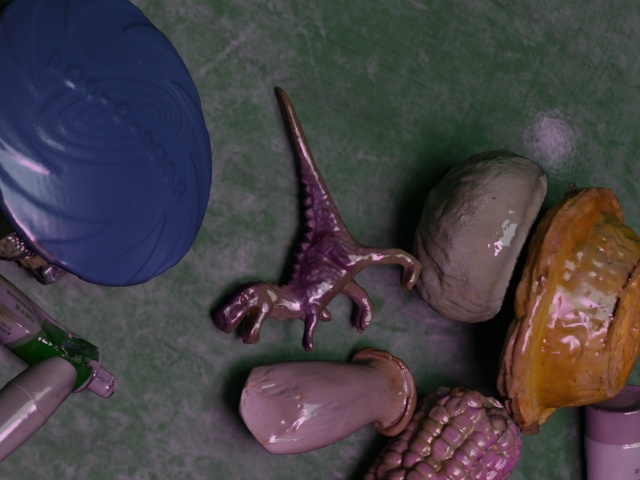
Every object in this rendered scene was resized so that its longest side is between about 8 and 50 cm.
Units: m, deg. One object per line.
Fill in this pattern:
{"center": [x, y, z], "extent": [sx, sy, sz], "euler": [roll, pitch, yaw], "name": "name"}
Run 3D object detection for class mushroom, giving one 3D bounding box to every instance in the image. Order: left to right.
{"center": [0.004, 0.161, 1.828], "extent": [0.213, 0.097, 0.088], "euler": [-12, 128, -40], "name": "mushroom"}

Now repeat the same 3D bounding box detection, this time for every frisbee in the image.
{"center": [-0.191, -0.101, 1.645], "extent": [0.289, 0.049, 0.289], "euler": [20, 63, -45], "name": "frisbee"}

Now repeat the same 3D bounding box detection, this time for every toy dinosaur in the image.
{"center": [0.002, 0.001, 1.836], "extent": [0.200, 0.072, 0.251], "euler": [25, 86, -24], "name": "toy dinosaur"}

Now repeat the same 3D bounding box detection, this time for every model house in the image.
{"center": [-0.258, 0.008, 1.628], "extent": [0.066, 0.079, 0.083], "euler": [-49, 119, -24], "name": "model house"}

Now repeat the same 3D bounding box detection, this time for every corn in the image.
{"center": [0.081, 0.292, 1.867], "extent": [0.335, 0.127, 0.126], "euler": [-50, 118, -22], "name": "corn"}

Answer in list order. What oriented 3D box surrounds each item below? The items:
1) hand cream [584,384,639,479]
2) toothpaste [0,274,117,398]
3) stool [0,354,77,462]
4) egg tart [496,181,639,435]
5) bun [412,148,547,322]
{"center": [0.351, 0.295, 2.109], "extent": [0.133, 0.083, 0.247], "euler": [-22, 113, -33], "name": "hand cream"}
{"center": [-0.276, 0.067, 1.636], "extent": [0.248, 0.047, 0.078], "euler": [42, 37, -30], "name": "toothpaste"}
{"center": [-0.349, 0.129, 1.497], "extent": [0.195, 0.195, 0.198], "euler": [48, 58, -28], "name": "stool"}
{"center": [0.284, 0.080, 1.971], "extent": [0.288, 0.118, 0.288], "euler": [-46, 146, -44], "name": "egg tart"}
{"center": [0.162, -0.012, 1.908], "extent": [0.195, 0.118, 0.195], "euler": [22, 90, -79], "name": "bun"}
